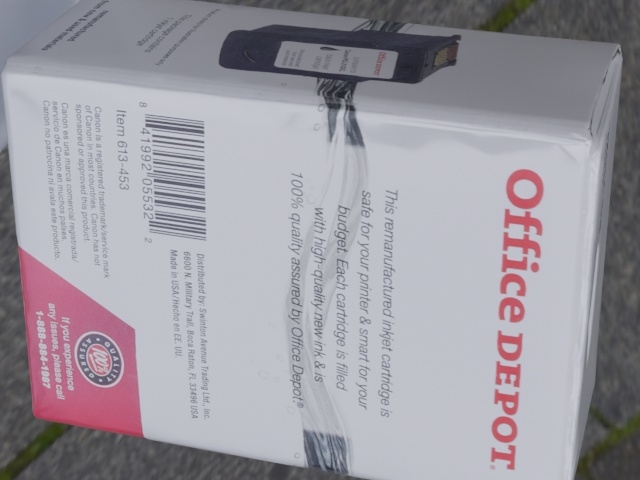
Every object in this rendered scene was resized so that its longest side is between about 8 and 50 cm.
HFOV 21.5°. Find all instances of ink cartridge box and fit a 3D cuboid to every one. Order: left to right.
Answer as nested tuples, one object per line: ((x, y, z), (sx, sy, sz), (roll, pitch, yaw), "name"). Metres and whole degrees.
((0.000, 0.000, 0.708), (0.237, 0.100, 0.172), (8, 119, 15), "ink cartridge box")

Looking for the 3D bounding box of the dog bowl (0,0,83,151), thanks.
((-0.212, -0.121, 0.663), (0.104, 0.265, 0.265), (36, 112, 28), "dog bowl")
